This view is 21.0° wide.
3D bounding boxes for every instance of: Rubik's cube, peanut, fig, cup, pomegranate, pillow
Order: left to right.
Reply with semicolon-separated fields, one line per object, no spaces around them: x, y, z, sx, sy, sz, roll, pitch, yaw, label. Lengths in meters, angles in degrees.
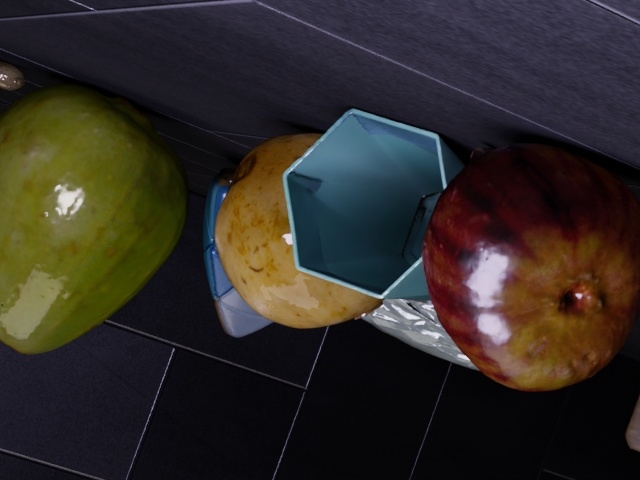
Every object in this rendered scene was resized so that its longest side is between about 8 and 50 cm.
-0.398;-0.204;2.104;0.083;0.037;0.037;22;178;12;peanut
-0.302;-0.021;2.014;0.258;0.326;0.258;29;-165;-8;fig
-0.103;0.007;2.375;0.254;0.254;0.254;20;178;1;Rubik's cube
0.000;0.000;1.589;0.196;0.196;0.196;20;178;1;pomegranate
0.074;-0.013;1.414;0.148;0.134;0.236;22;180;22;cup
0.164;0.058;2.030;0.310;0.138;0.283;18;-167;6;pillow
0.130;-0.003;1.148;0.202;0.148;0.149;53;154;25;fig

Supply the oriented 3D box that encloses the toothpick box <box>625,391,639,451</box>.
0.550;0.216;2.244;0.190;0.187;0.308;18;-179;28;toothpick box
